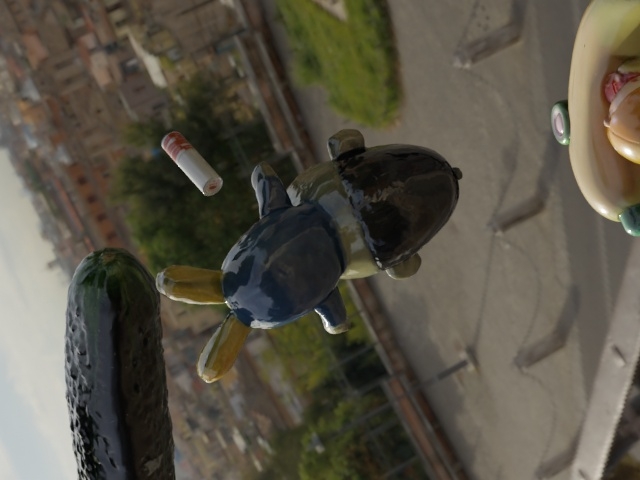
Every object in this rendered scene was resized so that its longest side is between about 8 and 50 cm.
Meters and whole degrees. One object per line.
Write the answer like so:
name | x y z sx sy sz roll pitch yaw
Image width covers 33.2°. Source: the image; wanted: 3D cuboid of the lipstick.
lipstick | -0.208 -0.125 1.728 0.130 0.038 0.038 47 161 32

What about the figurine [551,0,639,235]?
figurine | 0.374 -0.163 1.285 0.222 0.124 0.324 -104 8 -51

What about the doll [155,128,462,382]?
doll | 0.000 0.000 0.568 0.102 0.179 0.089 66 165 -11

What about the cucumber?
cucumber | -0.142 0.102 0.747 0.074 0.074 0.241 50 147 45
